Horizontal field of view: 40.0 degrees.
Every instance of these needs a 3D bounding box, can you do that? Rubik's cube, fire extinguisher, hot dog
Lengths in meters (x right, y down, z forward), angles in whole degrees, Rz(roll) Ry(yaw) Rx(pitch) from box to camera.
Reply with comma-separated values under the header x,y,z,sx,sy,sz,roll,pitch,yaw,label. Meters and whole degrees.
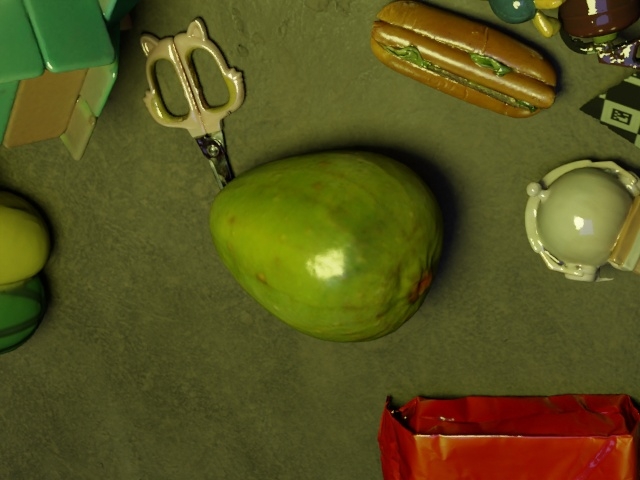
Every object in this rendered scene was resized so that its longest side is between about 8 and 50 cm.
x,y,z,sx,sy,sz,roll,pitch,yaw,label
-0.389,-0.287,1.073,0.368,0.358,0.387,28,126,38,Rubik's cube
0.317,-0.351,0.990,0.141,0.105,0.341,-3,113,35,fire extinguisher
0.181,-0.228,1.116,0.249,0.068,0.100,22,121,4,hot dog

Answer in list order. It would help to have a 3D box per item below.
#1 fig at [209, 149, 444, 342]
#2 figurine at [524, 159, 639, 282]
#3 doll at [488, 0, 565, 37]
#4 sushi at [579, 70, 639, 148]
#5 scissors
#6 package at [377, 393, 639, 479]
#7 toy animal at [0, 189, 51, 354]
x,y,z,sx,sy,sz,roll,pitch,yaw,label
0.000,0.000,1.189,0.326,0.258,0.258,15,120,27,fig
0.375,-0.017,1.146,0.237,0.141,0.162,22,91,7,figurine
0.219,-0.309,1.041,0.179,0.089,0.102,41,159,24,doll
0.495,-0.140,1.031,0.290,0.050,0.264,32,163,-4,sushi
-0.162,-0.156,1.271,0.160,0.024,0.317,-11,113,20,scissors
0.289,0.337,1.340,0.423,0.123,0.196,-1,113,14,package
-0.517,0.029,1.368,0.191,0.216,0.338,-6,120,-12,toy animal
